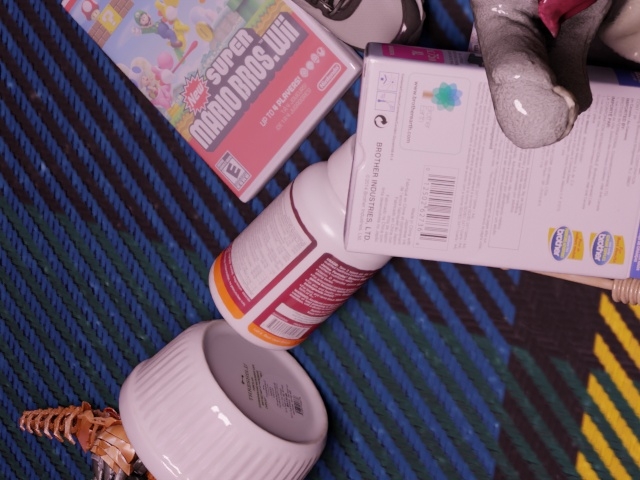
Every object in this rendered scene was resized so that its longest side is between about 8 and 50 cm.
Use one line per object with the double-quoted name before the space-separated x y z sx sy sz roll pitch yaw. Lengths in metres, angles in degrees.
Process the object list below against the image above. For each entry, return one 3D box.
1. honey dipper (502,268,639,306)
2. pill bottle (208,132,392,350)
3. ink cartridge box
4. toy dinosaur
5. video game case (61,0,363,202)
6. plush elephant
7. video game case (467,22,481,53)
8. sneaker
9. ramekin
"honey dipper" 0.237 0.033 1.804 0.161 0.030 0.030 13 113 31
"pill bottle" 0.000 0.000 1.871 0.121 0.121 0.221 50 123 6
"ink cartridge box" 0.183 -0.068 1.727 0.311 0.065 0.185 7 113 0
"toy dinosaur" -0.193 0.263 2.084 0.322 0.164 0.218 32 108 52
"video game case" -0.110 -0.205 1.923 0.285 0.025 0.204 47 123 8
"plush elephant" 0.240 -0.251 1.581 0.255 0.330 0.271 -12 105 5
"video game case" 0.184 -0.209 1.759 0.087 0.011 0.122 21 116 23
"sneaker" -0.020 -0.261 1.803 0.271 0.108 0.100 42 120 10
"ramekin" -0.089 0.174 1.938 0.207 0.207 0.109 47 114 8
